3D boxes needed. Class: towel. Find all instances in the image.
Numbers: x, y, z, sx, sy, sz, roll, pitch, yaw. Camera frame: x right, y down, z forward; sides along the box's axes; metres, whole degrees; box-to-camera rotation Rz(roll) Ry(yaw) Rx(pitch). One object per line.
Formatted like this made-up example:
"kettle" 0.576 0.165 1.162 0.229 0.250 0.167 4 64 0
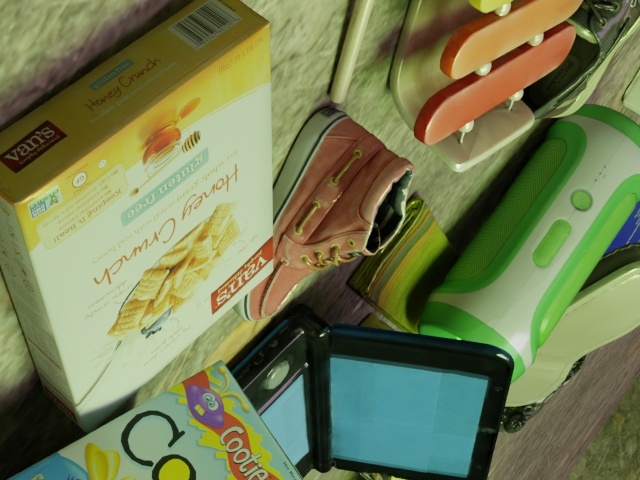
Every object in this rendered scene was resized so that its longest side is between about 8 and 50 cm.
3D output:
"towel" 0.093 0.033 1.183 0.102 0.021 0.237 -53 158 -2

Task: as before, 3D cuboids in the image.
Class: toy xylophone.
"toy xylophone" 0.119 -0.188 0.840 0.236 0.081 0.322 -38 152 -35

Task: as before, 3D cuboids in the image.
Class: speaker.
"speaker" 0.225 0.003 1.244 0.296 0.131 0.131 -53 158 -17

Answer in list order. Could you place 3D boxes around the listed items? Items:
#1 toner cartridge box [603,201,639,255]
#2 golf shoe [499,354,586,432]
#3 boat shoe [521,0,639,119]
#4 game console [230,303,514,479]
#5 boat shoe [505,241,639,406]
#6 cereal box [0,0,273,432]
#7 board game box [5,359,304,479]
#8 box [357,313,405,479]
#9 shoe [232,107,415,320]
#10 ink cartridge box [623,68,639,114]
"toner cartridge box" 0.551 -0.093 1.730 0.075 0.165 0.347 -12 134 -60
"golf shoe" 0.326 0.217 1.862 0.198 0.077 0.094 -41 166 -15
"boat shoe" 0.235 -0.195 1.064 0.073 0.080 0.223 -35 156 -49
"game console" 0.017 0.201 1.073 0.250 0.173 0.293 -44 155 -24
"boat shoe" 0.295 0.089 1.467 0.117 0.096 0.324 11 142 -22
"cereal box" -0.100 -0.008 0.702 0.173 0.047 0.240 -41 154 -25
"board game box" -0.146 0.210 0.748 0.275 0.142 0.144 -27 168 -49
"box" 0.063 0.174 1.241 0.058 0.087 0.232 -42 156 -27
"shoe" 0.000 0.000 0.871 0.063 0.081 0.178 -15 136 -57
"ink cartridge box" 0.507 -0.173 1.434 0.172 0.237 0.100 -60 160 13
